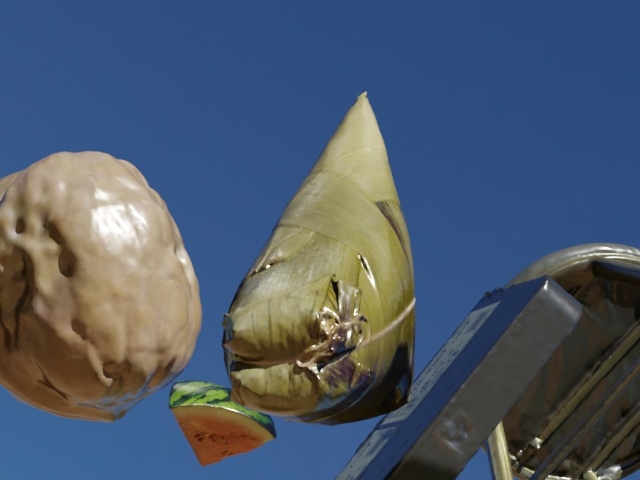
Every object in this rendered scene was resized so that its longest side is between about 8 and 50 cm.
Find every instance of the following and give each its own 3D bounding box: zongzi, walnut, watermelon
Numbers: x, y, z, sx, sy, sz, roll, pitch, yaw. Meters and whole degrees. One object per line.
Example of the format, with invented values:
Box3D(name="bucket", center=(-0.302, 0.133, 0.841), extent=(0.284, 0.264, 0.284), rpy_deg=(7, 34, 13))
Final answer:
Box3D(name="zongzi", center=(0.000, 0.000, 1.562), extent=(0.145, 0.300, 0.274), rpy_deg=(2, -7, 12))
Box3D(name="walnut", center=(-0.237, 0.049, 1.868), extent=(0.273, 0.273, 0.227), rpy_deg=(9, 7, 30))
Box3D(name="watermelon", center=(-0.120, 0.209, 2.162), extent=(0.125, 0.094, 0.135), rpy_deg=(11, 1, -11))

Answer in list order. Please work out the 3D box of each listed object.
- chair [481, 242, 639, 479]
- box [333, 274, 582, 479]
Box3D(name="chair", center=(0.357, 0.212, 2.034), extent=(0.362, 0.364, 0.410), rpy_deg=(38, 5, -25))
Box3D(name="box", center=(0.098, 0.184, 1.790), extent=(0.058, 0.350, 0.211), rpy_deg=(41, -14, -4))
